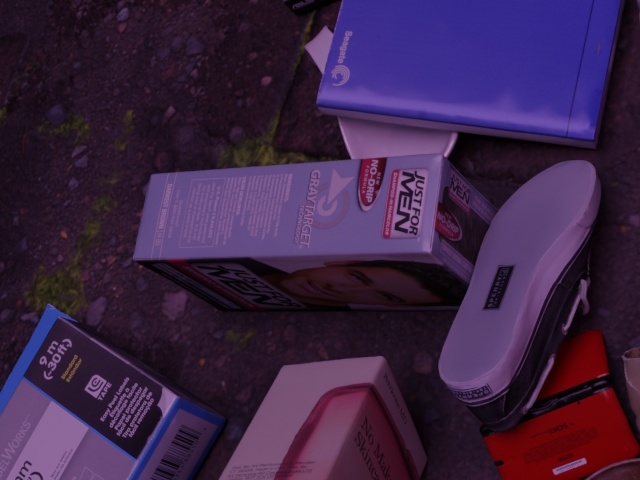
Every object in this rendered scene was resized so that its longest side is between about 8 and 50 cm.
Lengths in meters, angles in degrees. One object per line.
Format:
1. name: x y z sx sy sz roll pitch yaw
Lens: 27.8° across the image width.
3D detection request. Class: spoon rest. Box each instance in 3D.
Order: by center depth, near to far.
1. spoon rest: 0.060 -0.170 1.545 0.137 0.084 0.276 -45 53 8

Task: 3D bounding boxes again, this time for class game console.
1. game console: 0.242 0.178 1.326 0.144 0.085 0.124 -25 90 21

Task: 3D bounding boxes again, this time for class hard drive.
1. hard drive: 0.172 -0.225 1.475 0.318 0.040 0.210 9 74 18

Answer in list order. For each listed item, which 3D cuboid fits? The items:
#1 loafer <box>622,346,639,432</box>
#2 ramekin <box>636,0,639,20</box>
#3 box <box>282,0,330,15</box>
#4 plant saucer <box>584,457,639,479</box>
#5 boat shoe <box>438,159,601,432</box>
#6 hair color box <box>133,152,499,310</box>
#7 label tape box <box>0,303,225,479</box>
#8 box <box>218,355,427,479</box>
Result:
1. loafer: 0.365 0.091 1.169 0.092 0.102 0.268 56 135 11
2. ramekin: 0.447 -0.278 1.326 0.272 0.127 0.273 -12 64 27
3. box: 0.030 -0.410 1.690 0.184 0.045 0.191 -16 62 23
4. plant saucer: 0.310 0.306 1.215 0.198 0.036 0.199 -12 64 26
5. boat shoe: 0.225 0.055 1.332 0.113 0.105 0.306 -6 46 40
6. hair color box: 0.000 0.000 1.444 0.374 0.185 0.114 -3 68 31
7. label tape box: -0.317 0.237 1.583 0.347 0.115 0.249 27 85 35
8. box: 0.002 0.245 1.296 0.126 0.149 0.232 -9 29 27
